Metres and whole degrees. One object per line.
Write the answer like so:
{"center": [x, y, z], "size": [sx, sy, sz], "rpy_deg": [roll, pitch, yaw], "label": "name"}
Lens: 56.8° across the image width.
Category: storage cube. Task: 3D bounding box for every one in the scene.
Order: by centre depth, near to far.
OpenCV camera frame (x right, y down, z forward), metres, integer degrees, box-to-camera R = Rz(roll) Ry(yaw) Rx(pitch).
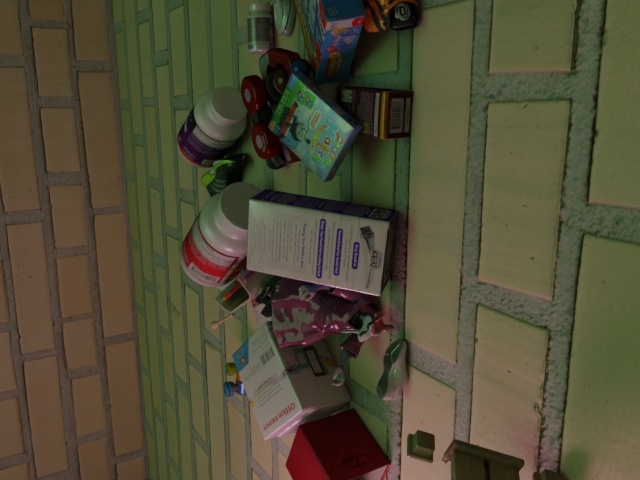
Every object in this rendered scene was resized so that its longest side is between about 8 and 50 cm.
{"center": [0.039, 0.604, 1.588], "size": [0.193, 0.183, 0.215], "rpy_deg": [51, 138, 40], "label": "storage cube"}

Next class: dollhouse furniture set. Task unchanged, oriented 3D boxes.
{"center": [0.290, 0.536, 0.994], "size": [0.303, 0.355, 0.174], "rpy_deg": [-75, 3, -54], "label": "dollhouse furniture set"}

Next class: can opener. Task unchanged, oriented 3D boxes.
{"center": [-0.119, 0.123, 1.814], "size": [0.093, 0.074, 0.280], "rpy_deg": [35, 126, 1], "label": "can opener"}

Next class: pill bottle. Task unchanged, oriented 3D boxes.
{"center": [-0.178, -0.627, 1.750], "size": [0.078, 0.078, 0.137], "rpy_deg": [18, 112, 56], "label": "pill bottle"}
{"center": [-0.313, -0.018, 1.969], "size": [0.408, 0.229, 0.229], "rpy_deg": [-45, 59, 52], "label": "pill bottle"}
{"center": [-0.363, -0.386, 2.008], "size": [0.323, 0.181, 0.181], "rpy_deg": [-34, 68, 56], "label": "pill bottle"}

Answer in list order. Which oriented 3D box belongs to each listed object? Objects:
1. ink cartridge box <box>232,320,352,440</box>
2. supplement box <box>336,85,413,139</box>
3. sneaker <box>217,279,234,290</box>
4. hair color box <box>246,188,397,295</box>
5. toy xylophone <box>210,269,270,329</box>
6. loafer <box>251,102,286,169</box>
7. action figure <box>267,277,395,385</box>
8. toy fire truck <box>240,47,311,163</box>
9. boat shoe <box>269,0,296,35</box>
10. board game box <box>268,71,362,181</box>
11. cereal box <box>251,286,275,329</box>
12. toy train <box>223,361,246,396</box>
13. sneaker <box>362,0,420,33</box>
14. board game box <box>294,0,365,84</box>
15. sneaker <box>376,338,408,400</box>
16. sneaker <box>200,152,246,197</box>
{"center": [-0.085, 0.391, 1.690], "size": [0.198, 0.197, 0.270], "rpy_deg": [-46, 57, 34], "label": "ink cartridge box"}
{"center": [0.118, -0.294, 1.347], "size": [0.188, 0.081, 0.104], "rpy_deg": [26, 120, 53], "label": "supplement box"}
{"center": [-0.399, 0.069, 2.259], "size": [0.151, 0.094, 0.256], "rpy_deg": [-54, 51, 52], "label": "sneaker"}
{"center": [0.000, 0.000, 1.406], "size": [0.339, 0.110, 0.185], "rpy_deg": [11, 112, 16], "label": "hair color box"}
{"center": [-0.273, 0.175, 1.977], "size": [0.081, 0.236, 0.323], "rpy_deg": [47, 141, -3], "label": "toy xylophone"}
{"center": [-0.147, -0.325, 1.780], "size": [0.078, 0.076, 0.223], "rpy_deg": [-23, 82, 52], "label": "loafer"}
{"center": [0.043, 0.199, 1.530], "size": [0.370, 0.276, 0.248], "rpy_deg": [2, 105, 39], "label": "action figure"}
{"center": [-0.071, -0.350, 1.522], "size": [0.254, 0.169, 0.302], "rpy_deg": [-8, 97, 62], "label": "toy fire truck"}
{"center": [-0.117, -0.687, 1.639], "size": [0.083, 0.076, 0.226], "rpy_deg": [28, 120, 53], "label": "boat shoe"}
{"center": [-0.018, -0.266, 1.386], "size": [0.211, 0.039, 0.160], "rpy_deg": [45, 128, 19], "label": "board game box"}
{"center": [-0.151, 0.277, 1.947], "size": [0.173, 0.047, 0.240], "rpy_deg": [-33, 68, 54], "label": "cereal box"}
{"center": [-0.271, 0.433, 2.087], "size": [0.105, 0.143, 0.248], "rpy_deg": [29, 121, 52], "label": "toy train"}
{"center": [0.171, -0.532, 1.190], "size": [0.321, 0.124, 0.180], "rpy_deg": [146, 108, -67], "label": "sneaker"}
{"center": [0.005, -0.564, 1.350], "size": [0.302, 0.086, 0.308], "rpy_deg": [114, 143, -78], "label": "board game box"}
{"center": [0.182, 0.311, 1.419], "size": [0.054, 0.061, 0.152], "rpy_deg": [21, 95, 63], "label": "sneaker"}
{"center": [-0.325, -0.216, 2.082], "size": [0.300, 0.111, 0.121], "rpy_deg": [-30, 83, 61], "label": "sneaker"}
